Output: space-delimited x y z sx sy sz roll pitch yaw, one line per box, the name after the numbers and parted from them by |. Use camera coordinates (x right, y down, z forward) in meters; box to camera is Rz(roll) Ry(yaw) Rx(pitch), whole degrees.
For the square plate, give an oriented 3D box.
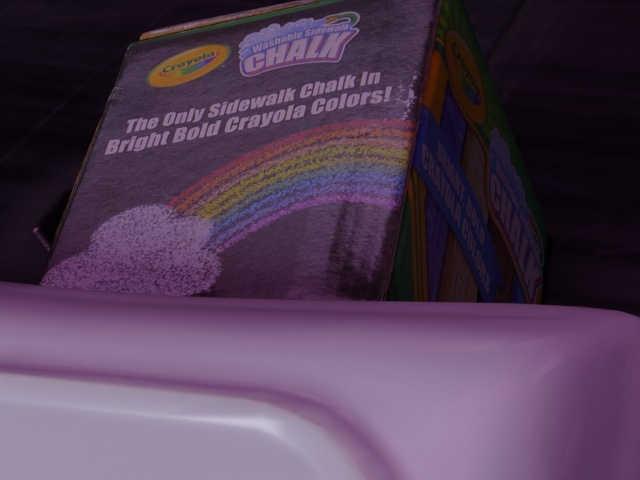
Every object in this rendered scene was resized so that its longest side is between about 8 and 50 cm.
-0.102 0.166 0.480 0.347 0.049 0.344 3 70 30 | square plate

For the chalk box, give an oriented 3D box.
0.000 0.000 0.653 0.132 0.132 0.213 -8 41 22 | chalk box
